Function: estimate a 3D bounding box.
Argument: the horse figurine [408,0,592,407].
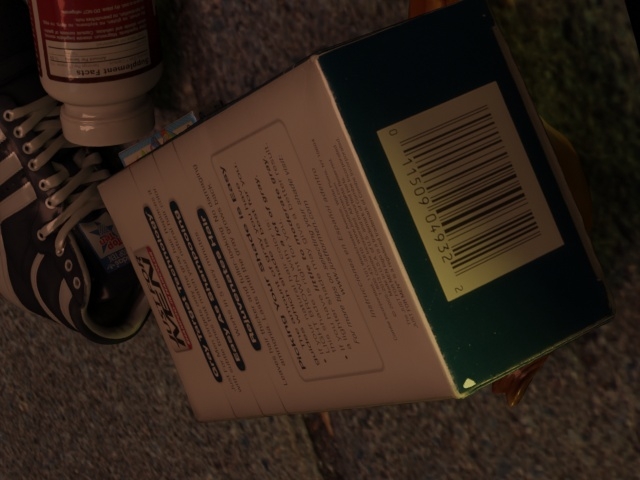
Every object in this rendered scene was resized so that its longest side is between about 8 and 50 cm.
[{"bbox_3d":[0.081,-0.044,0.881,0.263,0.066,0.174,60,146,7],"label":"horse figurine"}]

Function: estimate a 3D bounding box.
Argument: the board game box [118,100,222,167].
[{"bbox_3d":[-0.074,-0.010,1.094,0.103,0.026,0.154,-21,95,50],"label":"board game box"}]

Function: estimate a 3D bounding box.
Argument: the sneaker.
[{"bbox_3d":[-0.190,-0.051,1.136,0.153,0.099,0.282,26,135,42],"label":"sneaker"}]

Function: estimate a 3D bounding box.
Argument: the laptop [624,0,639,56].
[{"bbox_3d":[0.293,-0.037,0.543,0.408,0.236,0.382,-2,147,22],"label":"laptop"}]

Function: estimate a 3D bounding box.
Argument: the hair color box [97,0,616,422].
[{"bbox_3d":[0.000,0.000,0.875,0.347,0.105,0.174,-18,95,64],"label":"hair color box"}]

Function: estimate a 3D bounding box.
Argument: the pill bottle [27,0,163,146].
[{"bbox_3d":[-0.152,-0.145,1.056,0.086,0.086,0.152,19,124,40],"label":"pill bottle"}]
